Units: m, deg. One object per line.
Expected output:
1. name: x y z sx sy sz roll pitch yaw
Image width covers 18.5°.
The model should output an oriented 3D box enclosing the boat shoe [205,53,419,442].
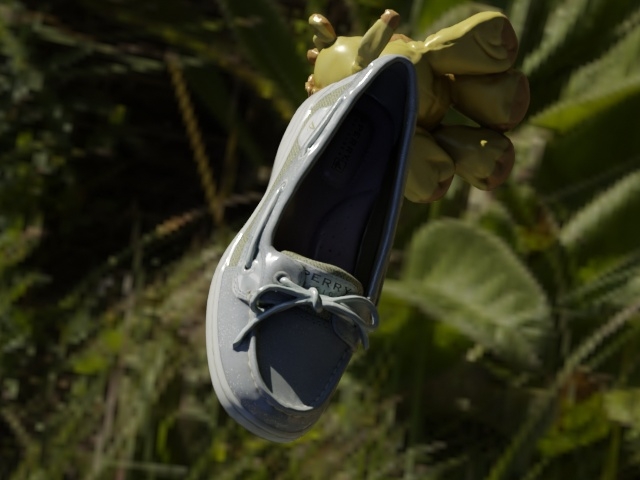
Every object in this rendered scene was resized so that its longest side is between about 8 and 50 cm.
1. boat shoe: 0.003 0.000 1.491 0.103 0.118 0.320 -41 24 56

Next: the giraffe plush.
1. giraffe plush: 0.065 -0.136 1.810 0.170 0.210 0.181 24 105 59
